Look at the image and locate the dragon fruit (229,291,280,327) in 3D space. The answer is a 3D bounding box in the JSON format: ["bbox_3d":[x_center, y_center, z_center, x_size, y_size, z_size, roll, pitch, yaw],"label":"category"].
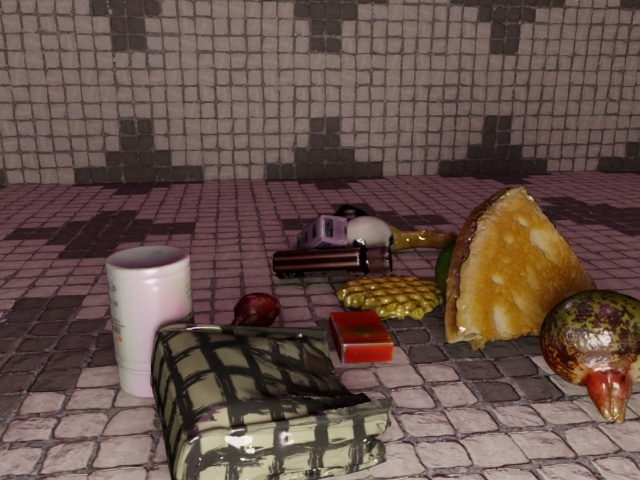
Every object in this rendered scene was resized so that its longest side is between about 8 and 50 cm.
[{"bbox_3d":[-0.167,0.174,1.318,0.094,0.094,0.190,12,29,35],"label":"dragon fruit"}]

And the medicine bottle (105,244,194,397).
[{"bbox_3d":[-0.315,0.149,1.106,0.152,0.254,0.152,1,16,0],"label":"medicine bottle"}]

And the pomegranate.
[{"bbox_3d":[0.516,0.214,1.075,0.214,0.214,0.247,4,54,12],"label":"pomegranate"}]

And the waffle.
[{"bbox_3d":[0.181,0.137,1.520,0.291,0.051,0.291,2,17,-1],"label":"waffle"}]

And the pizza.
[{"bbox_3d":[0.450,0.049,1.365,0.435,0.391,0.080,0,-23,-22],"label":"pizza"}]

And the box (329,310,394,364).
[{"bbox_3d":[0.086,0.209,1.273,0.112,0.048,0.175,0,16,-7],"label":"box"}]

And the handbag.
[{"bbox_3d":[-0.091,0.256,0.942,0.327,0.162,0.325,2,18,-24],"label":"handbag"}]

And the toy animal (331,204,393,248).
[{"bbox_3d":[0.121,-0.004,1.805,0.187,0.165,0.235,-11,21,-22],"label":"toy animal"}]

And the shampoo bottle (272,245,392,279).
[{"bbox_3d":[0.036,0.060,1.632,0.323,0.084,0.129,-4,-14,16],"label":"shampoo bottle"}]

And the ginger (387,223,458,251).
[{"bbox_3d":[0.329,0.000,1.925,0.299,0.118,0.065,3,54,-6],"label":"ginger"}]

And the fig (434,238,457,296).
[{"bbox_3d":[0.376,0.077,1.469,0.181,0.181,0.191,10,-9,30],"label":"fig"}]

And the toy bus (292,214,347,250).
[{"bbox_3d":[0.000,0.000,1.717,0.108,0.096,0.199,10,-23,-24],"label":"toy bus"}]
